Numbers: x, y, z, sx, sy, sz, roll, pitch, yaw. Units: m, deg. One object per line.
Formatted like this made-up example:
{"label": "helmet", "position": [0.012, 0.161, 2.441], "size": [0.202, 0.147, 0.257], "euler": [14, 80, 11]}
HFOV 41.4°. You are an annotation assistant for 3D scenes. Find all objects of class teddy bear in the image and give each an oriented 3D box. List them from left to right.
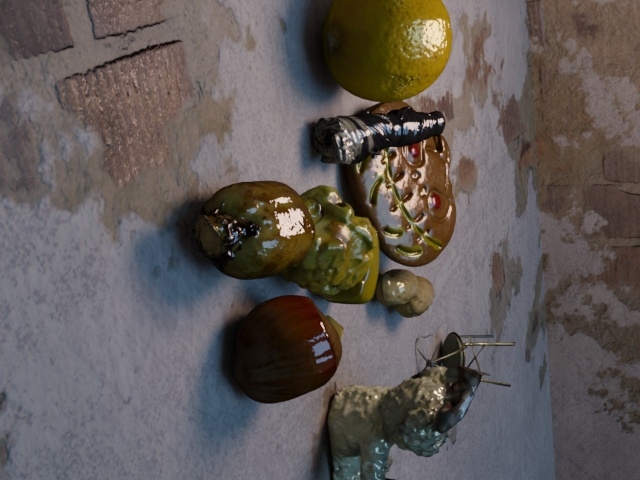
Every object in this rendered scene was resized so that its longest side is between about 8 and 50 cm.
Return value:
{"label": "teddy bear", "position": [0.202, 0.449, 1.879], "size": [0.327, 0.362, 0.375], "euler": [-44, 128, -51]}

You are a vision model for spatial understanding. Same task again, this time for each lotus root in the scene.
{"label": "lotus root", "position": [-0.103, -0.020, 1.473], "size": [0.314, 0.141, 0.169], "euler": [-13, 80, -49]}

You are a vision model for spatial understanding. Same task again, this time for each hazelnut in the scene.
{"label": "hazelnut", "position": [-0.057, 0.209, 1.562], "size": [0.210, 0.186, 0.210], "euler": [10, 90, -78]}

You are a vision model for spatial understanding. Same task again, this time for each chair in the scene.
{"label": "chair", "position": [0.395, 0.343, 2.474], "size": [0.326, 0.170, 0.159], "euler": [3, 95, -18]}

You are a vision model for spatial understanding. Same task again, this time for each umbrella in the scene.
{"label": "umbrella", "position": [0.133, -0.235, 1.871], "size": [0.358, 0.106, 0.113], "euler": [-15, 93, -38]}

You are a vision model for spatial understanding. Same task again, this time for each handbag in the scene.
{"label": "handbag", "position": [0.018, 0.203, 1.864], "size": [0.083, 0.027, 0.061], "euler": [45, 54, -51]}

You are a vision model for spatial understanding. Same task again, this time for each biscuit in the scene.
{"label": "biscuit", "position": [0.211, -0.145, 2.010], "size": [0.350, 0.070, 0.394], "euler": [-45, 115, -33]}

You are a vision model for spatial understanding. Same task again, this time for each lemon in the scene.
{"label": "lemon", "position": [0.139, -0.423, 1.780], "size": [0.293, 0.293, 0.293], "euler": [-9, 100, -61]}

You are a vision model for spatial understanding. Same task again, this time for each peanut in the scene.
{"label": "peanut", "position": [0.215, 0.130, 2.146], "size": [0.263, 0.101, 0.117], "euler": [28, 48, -59]}

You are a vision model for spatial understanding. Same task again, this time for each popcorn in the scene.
{"label": "popcorn", "position": [0.000, 0.000, 1.684], "size": [0.226, 0.203, 0.200], "euler": [-15, 142, -19]}

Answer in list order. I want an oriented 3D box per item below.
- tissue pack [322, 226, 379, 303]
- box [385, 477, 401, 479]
{"label": "tissue pack", "position": [0.065, 0.049, 1.835], "size": [0.127, 0.123, 0.178], "euler": [10, 83, -68]}
{"label": "box", "position": [0.190, 0.743, 1.993], "size": [0.345, 0.251, 0.204], "euler": [-34, 121, -57]}
